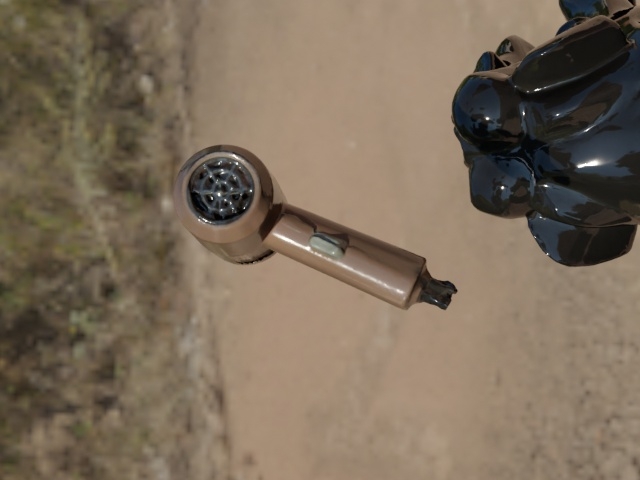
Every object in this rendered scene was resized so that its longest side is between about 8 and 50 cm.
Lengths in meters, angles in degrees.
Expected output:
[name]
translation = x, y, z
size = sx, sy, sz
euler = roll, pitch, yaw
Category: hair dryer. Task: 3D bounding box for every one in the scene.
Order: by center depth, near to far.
[hair dryer]
translation = 0.000, 0.000, 1.051
size = 0.117, 0.181, 0.064
euler = 62, -130, -81

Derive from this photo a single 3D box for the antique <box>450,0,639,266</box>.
[antique]
translation = 0.252, -0.104, 1.243
size = 0.255, 0.322, 0.185
euler = -48, -45, -47
